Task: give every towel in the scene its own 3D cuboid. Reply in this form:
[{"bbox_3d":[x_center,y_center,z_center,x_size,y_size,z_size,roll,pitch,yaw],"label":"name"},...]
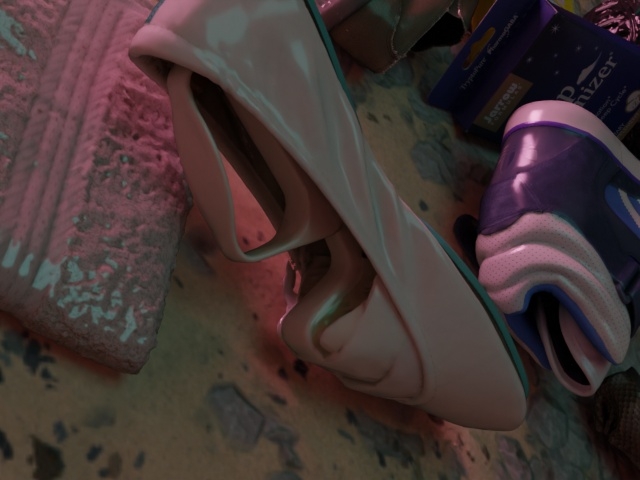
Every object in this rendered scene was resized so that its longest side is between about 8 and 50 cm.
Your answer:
[{"bbox_3d":[-0.157,-0.069,0.751,0.187,0.049,0.282,31,47,-28],"label":"towel"}]

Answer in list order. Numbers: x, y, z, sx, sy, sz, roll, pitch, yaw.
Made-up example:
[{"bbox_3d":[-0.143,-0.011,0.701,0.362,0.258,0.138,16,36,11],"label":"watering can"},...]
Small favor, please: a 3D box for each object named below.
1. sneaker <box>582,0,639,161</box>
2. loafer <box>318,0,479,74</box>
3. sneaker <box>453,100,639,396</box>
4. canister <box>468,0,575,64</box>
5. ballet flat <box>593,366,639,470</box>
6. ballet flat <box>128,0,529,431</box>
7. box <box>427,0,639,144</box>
[{"bbox_3d":[0.328,-0.134,1.258,0.108,0.100,0.272,25,52,-51],"label":"sneaker"},{"bbox_3d":[0.095,-0.210,1.071,0.251,0.094,0.087,-33,95,-40],"label":"loafer"},{"bbox_3d":[0.255,0.050,1.046,0.322,0.130,0.236,35,54,-30],"label":"sneaker"},{"bbox_3d":[0.204,-0.224,1.195,0.126,0.073,0.170,28,47,-30],"label":"canister"},{"bbox_3d":[0.308,0.225,1.035,0.250,0.058,0.084,58,4,-8],"label":"ballet flat"},{"bbox_3d":[0.000,0.000,0.800,0.400,0.139,0.139,59,38,-19],"label":"ballet flat"},{"bbox_3d":[0.217,-0.142,1.106,0.225,0.136,0.036,15,32,-38],"label":"box"}]
